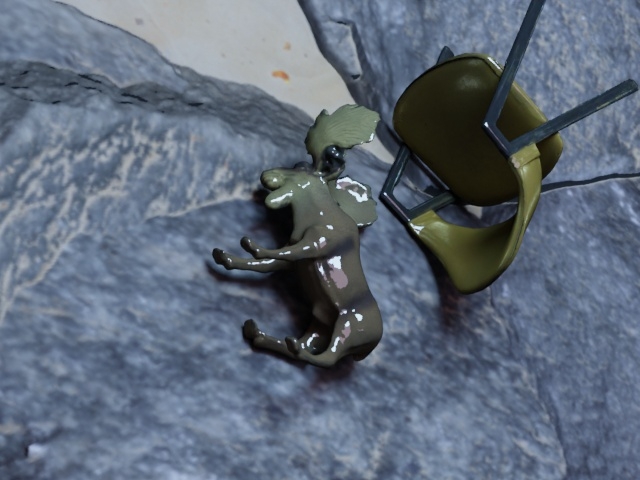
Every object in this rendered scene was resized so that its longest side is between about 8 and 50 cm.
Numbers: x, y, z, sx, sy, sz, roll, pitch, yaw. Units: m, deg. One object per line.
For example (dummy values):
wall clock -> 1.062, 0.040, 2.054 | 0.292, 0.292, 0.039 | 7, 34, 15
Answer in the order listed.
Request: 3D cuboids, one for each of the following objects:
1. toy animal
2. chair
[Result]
toy animal -> 0.000, 0.000, 1.463 | 0.186, 0.094, 0.214 | -19, 86, -33
chair -> 0.153, -0.090, 1.552 | 0.172, 0.159, 0.247 | 49, 50, -5
